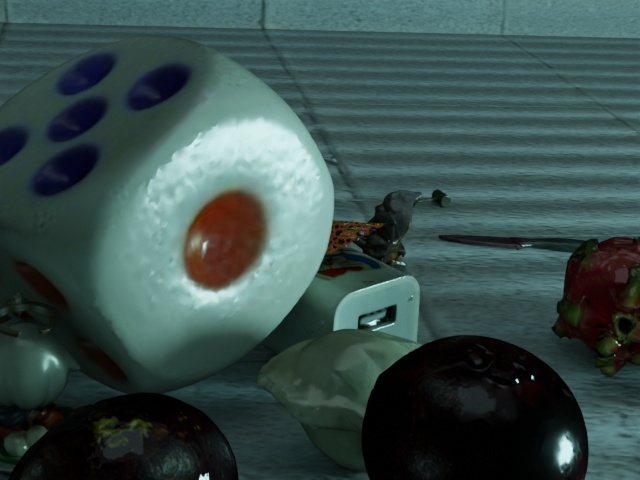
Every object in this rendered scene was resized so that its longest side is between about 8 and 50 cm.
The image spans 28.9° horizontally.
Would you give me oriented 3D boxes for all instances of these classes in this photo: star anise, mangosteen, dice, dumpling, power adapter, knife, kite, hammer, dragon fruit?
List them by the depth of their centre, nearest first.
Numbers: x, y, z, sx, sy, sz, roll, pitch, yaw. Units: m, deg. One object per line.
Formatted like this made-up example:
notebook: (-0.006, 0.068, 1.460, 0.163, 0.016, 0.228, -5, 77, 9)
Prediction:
mangosteen: (-0.142, 0.229, 0.956, 0.192, 0.192, 0.217, -12, 64, -36)
mangosteen: (0.128, 0.180, 1.055, 0.209, 0.210, 0.210, 3, 20, -1)
dumpling: (0.056, 0.158, 1.215, 0.250, 0.132, 0.162, 14, 7, -28)
dice: (-0.192, -0.031, 1.314, 0.304, 0.277, 0.304, 17, 57, 43)
kite: (-0.041, 0.005, 1.405, 0.222, 0.008, 0.125, -29, 38, -1)
power adapter: (-0.002, 0.073, 1.434, 0.130, 0.125, 0.205, -16, 28, -37)
dragon fruit: (0.345, 0.077, 1.453, 0.160, 0.166, 0.172, 47, 16, 5)
star anise: (0.000, 0.000, 1.666, 0.227, 0.219, 0.148, 22, -19, 9)
knife: (0.297, 0.006, 1.825, 0.247, 0.018, 0.035, 3, 23, 8)
hammer: (0.152, -0.061, 1.984, 0.110, 0.019, 0.035, -10, 23, -18)

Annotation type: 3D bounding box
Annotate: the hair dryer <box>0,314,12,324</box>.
hair dryer: (-0.393, 0.067, 1.499, 0.117, 0.064, 0.181, -3, 13, -19)

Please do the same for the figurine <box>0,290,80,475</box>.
figurine: (-0.279, 0.132, 1.187, 0.132, 0.154, 0.132, 2, 22, -1)
